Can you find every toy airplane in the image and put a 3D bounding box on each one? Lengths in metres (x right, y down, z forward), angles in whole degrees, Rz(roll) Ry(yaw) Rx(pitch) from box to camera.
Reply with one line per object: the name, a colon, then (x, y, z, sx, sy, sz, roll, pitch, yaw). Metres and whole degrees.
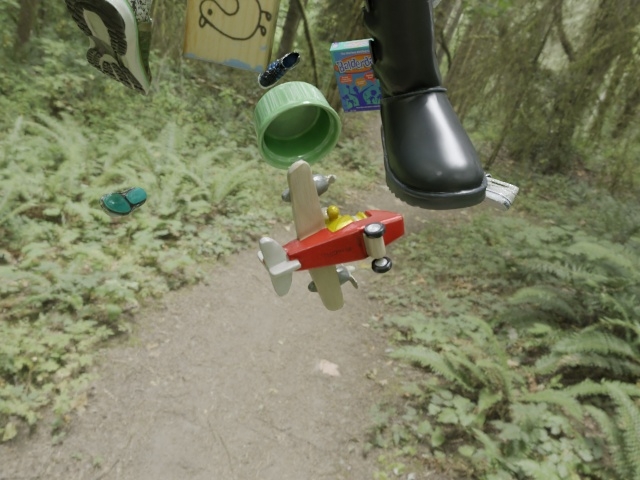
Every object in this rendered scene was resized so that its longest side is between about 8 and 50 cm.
toy airplane: (0.000, 0.000, 1.433, 0.384, 0.386, 0.272, 26, 26, -19)

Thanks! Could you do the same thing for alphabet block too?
alphabet block: (-0.193, -0.512, 1.115, 0.192, 0.197, 0.193, 9, 28, -8)

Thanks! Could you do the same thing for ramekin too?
ramekin: (-0.092, -0.408, 1.737, 0.303, 0.303, 0.148, 6, 49, -37)

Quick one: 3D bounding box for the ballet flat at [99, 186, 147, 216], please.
ballet flat: (-0.502, -0.087, 1.230, 0.070, 0.070, 0.188, 22, 16, 5)

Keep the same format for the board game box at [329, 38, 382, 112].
board game box: (0.128, -0.484, 1.454, 0.160, 0.210, 0.047, 0, 48, 19)

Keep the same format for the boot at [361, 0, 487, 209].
boot: (0.143, -0.313, 0.741, 0.146, 0.446, 0.367, -11, 32, -3)

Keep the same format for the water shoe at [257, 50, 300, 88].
water shoe: (-0.170, -0.690, 1.966, 0.073, 0.203, 0.080, 50, -4, -10)

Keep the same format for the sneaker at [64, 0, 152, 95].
sneaker: (-0.417, -0.466, 1.093, 0.158, 0.182, 0.410, 32, -15, -10)

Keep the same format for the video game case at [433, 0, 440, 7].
video game case: (0.354, -0.834, 1.622, 0.122, 0.011, 0.087, 30, -25, -13)

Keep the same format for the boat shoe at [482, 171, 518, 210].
boat shoe: (0.529, -0.184, 1.620, 0.096, 0.088, 0.267, 37, 1, -35)
